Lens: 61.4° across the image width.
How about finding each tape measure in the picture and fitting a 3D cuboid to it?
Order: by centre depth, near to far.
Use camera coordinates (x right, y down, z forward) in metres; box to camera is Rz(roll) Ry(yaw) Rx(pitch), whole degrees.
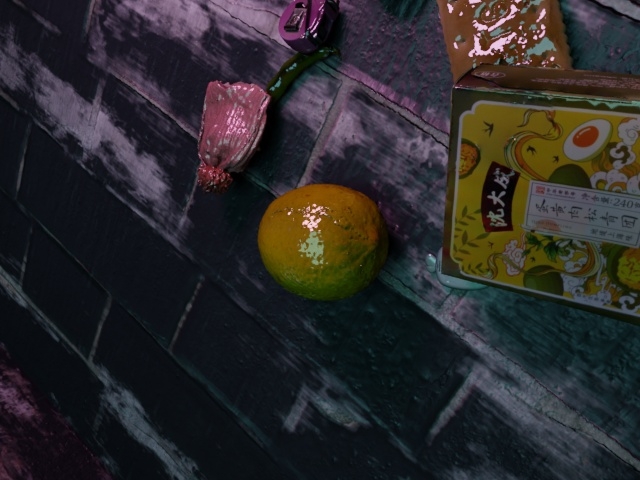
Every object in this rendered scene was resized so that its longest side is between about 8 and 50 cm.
[{"bbox_3d":[-0.030,-0.475,1.170,0.118,0.074,0.125,14,81,36],"label":"tape measure"}]

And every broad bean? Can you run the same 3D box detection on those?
[{"bbox_3d":[-0.056,-0.388,1.239,0.227,0.039,0.069,-24,93,33],"label":"broad bean"}]

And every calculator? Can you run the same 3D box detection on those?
[{"bbox_3d":[0.291,0.057,1.123,0.153,0.021,0.095,6,103,28],"label":"calculator"}]

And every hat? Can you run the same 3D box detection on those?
[{"bbox_3d":[-0.230,-0.249,1.335,0.236,0.107,0.286,19,95,42],"label":"hat"}]

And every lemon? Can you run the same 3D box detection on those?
[{"bbox_3d":[0.000,0.000,1.158,0.310,0.258,0.258,7,104,34],"label":"lemon"}]

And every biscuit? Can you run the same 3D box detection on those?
[{"bbox_3d":[0.332,-0.342,0.969,0.217,0.044,0.325,-12,85,34],"label":"biscuit"}]

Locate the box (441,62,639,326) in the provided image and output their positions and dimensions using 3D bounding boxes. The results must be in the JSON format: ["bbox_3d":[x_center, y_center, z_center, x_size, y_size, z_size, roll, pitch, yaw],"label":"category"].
[{"bbox_3d":[0.418,-0.074,0.878,0.420,0.138,0.373,15,128,27],"label":"box"}]
